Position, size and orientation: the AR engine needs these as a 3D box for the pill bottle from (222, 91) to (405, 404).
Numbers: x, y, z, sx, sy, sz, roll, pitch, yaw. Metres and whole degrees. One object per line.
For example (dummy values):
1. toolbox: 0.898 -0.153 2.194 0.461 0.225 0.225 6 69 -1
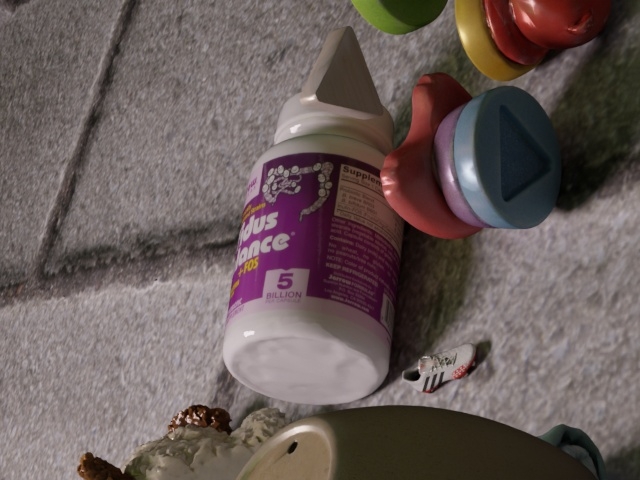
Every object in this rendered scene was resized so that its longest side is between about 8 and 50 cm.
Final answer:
1. pill bottle: 0.000 0.000 1.692 0.169 0.169 0.301 -31 42 45

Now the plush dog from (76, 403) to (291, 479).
1. plush dog: -0.157 0.277 1.737 0.225 0.211 0.262 140 151 -79

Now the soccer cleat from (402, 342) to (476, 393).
1. soccer cleat: 0.111 0.117 1.548 0.083 0.035 0.029 -36 39 42

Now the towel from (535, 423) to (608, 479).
1. towel: 0.080 0.349 1.258 0.320 0.090 0.374 -35 30 37

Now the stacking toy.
1. stacking toy: 0.140 -0.174 1.505 0.130 0.279 0.309 -9 57 44

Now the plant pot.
1. plant pot: 0.037 0.225 1.157 0.284 0.191 0.284 -40 28 26
